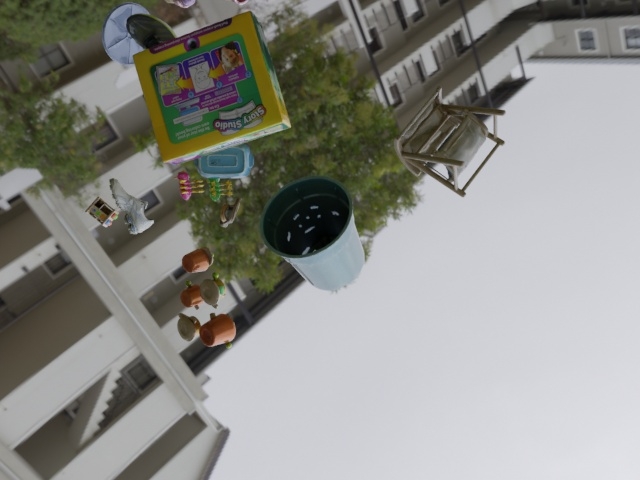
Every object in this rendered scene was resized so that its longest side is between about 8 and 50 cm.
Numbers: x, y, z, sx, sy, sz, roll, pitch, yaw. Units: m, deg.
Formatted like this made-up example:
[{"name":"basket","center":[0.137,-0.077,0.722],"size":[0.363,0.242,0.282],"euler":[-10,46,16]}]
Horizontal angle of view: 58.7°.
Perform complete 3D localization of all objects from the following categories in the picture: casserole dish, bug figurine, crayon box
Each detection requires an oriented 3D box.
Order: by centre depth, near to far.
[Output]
[{"name":"crayon box","center":[-0.302,-0.415,1.587],"size":[0.362,0.313,0.106],"euler":[-16,-178,11]},{"name":"casserole dish","center":[-0.302,-0.248,1.764],"size":[0.188,0.114,0.037],"euler":[0,-169,0]},{"name":"bug figurine","center":[-0.389,-0.234,1.818],"size":[0.072,0.217,0.279],"euler":[-8,177,39]}]

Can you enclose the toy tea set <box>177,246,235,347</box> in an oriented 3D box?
[{"name":"toy tea set","center":[-0.357,0.188,1.848],"size":[0.199,0.336,0.124],"euler":[19,-158,32]}]

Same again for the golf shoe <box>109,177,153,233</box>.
[{"name":"golf shoe","center":[-0.551,-0.109,1.663],"size":[0.085,0.176,0.069],"euler":[-26,-165,-11]}]

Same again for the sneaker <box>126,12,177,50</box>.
[{"name":"sneaker","center":[-0.466,-0.563,1.724],"size":[0.111,0.300,0.121],"euler":[-42,-165,22]}]

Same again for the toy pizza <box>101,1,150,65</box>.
[{"name":"toy pizza","center":[-0.637,-0.684,1.884],"size":[0.032,0.201,0.201],"euler":[29,-123,30]}]

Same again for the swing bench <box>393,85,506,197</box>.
[{"name":"swing bench","center":[0.407,-0.316,1.796],"size":[0.254,0.165,0.253],"euler":[30,-110,30]}]

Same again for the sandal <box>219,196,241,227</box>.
[{"name":"sandal","center":[-0.302,-0.091,1.841],"size":[0.180,0.049,0.072],"euler":[-31,-141,59]}]

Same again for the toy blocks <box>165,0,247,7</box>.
[{"name":"toy blocks","center":[-0.357,-0.926,1.848],"size":[0.288,0.309,0.260],"euler":[-20,-150,-33]}]

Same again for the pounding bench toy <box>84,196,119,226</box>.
[{"name":"pounding bench toy","center":[-0.574,-0.071,1.513],"size":[0.052,0.065,0.083],"euler":[-51,-176,-10]}]

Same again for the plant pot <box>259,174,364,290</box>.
[{"name":"plant pot","center":[0.000,0.000,2.077],"size":[0.340,0.334,0.341],"euler":[-11,-126,16]}]
